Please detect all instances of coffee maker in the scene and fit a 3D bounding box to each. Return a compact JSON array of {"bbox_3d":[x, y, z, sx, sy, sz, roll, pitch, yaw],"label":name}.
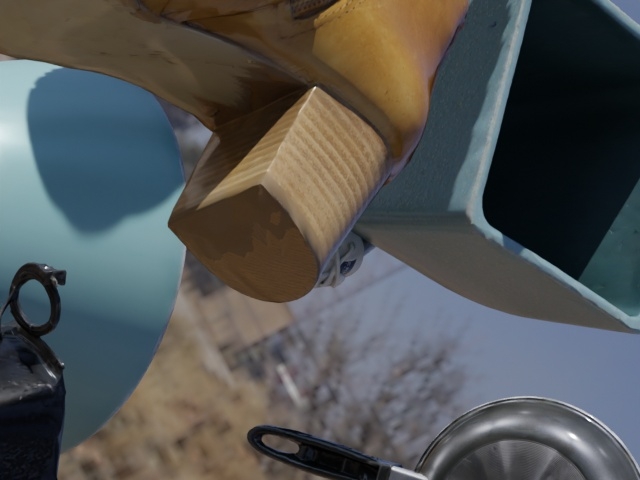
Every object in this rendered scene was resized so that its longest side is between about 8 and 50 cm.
[{"bbox_3d":[-0.246,0.098,1.020,0.120,0.178,0.171,3,-88,49],"label":"coffee maker"}]

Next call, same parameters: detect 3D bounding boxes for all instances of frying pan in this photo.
[{"bbox_3d":[0.107,0.179,1.414,0.326,0.197,0.053,39,6,20],"label":"frying pan"}]

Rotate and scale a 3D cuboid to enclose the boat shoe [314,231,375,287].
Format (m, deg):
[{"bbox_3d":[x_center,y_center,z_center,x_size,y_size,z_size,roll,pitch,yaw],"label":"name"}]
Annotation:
[{"bbox_3d":[0.000,0.000,1.660,0.084,0.095,0.258,31,26,10],"label":"boat shoe"}]

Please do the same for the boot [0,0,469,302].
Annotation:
[{"bbox_3d":[-0.051,-0.140,0.687,0.295,0.104,0.211,54,39,-27],"label":"boot"}]

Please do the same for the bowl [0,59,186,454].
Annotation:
[{"bbox_3d":[-0.261,-0.001,1.315,0.163,0.311,0.311,15,34,-46],"label":"bowl"}]

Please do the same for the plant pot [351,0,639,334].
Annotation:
[{"bbox_3d":[0.140,-0.074,1.582,0.252,0.248,0.247,-2,-25,47],"label":"plant pot"}]
